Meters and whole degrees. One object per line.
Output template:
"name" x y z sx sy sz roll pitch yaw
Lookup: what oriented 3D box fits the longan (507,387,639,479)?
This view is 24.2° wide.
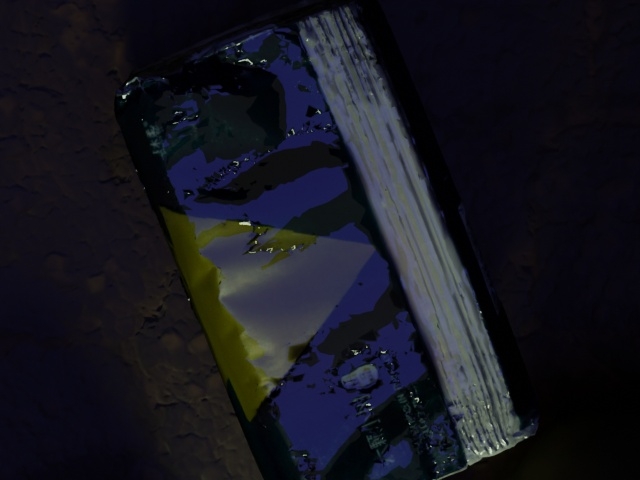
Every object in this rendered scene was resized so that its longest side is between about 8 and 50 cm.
"longan" 0.316 0.333 1.370 0.336 0.404 0.404 -4 101 14

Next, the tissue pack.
"tissue pack" 0.000 0.000 1.320 0.253 0.264 0.416 -21 102 -3
